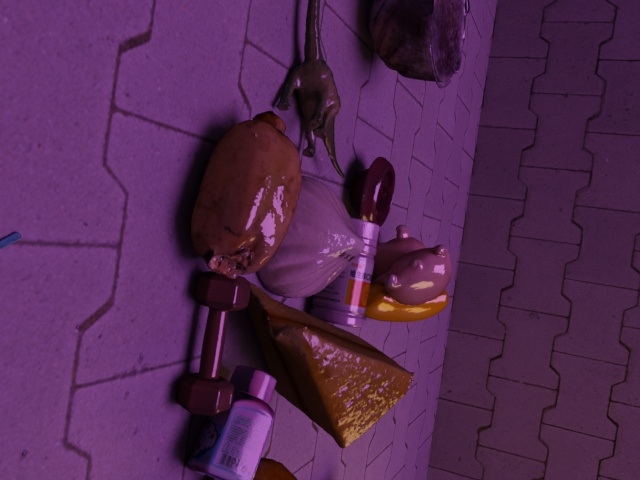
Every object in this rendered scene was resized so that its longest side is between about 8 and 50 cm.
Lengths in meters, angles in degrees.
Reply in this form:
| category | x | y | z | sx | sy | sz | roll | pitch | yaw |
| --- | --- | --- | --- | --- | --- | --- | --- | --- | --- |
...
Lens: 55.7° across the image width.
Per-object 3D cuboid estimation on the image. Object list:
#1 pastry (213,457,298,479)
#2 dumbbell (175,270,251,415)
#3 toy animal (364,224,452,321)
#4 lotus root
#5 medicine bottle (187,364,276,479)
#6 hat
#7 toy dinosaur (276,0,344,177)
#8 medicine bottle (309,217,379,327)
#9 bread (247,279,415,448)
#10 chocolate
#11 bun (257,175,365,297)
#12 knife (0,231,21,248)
| category | x | y | z | sx | sy | sz | roll | pitch | yaw |
| --- | --- | --- | --- | --- | --- | --- | --- | --- | --- |
| pastry | -0.137 | 0.584 | 1.134 | 0.356 | 0.164 | 0.355 | -30 | 124 | -58 |
| dumbbell | -0.175 | 0.166 | 0.994 | 0.092 | 0.082 | 0.230 | 12 | 87 | -68 |
| toy animal | 0.220 | 0.087 | 1.756 | 0.345 | 0.278 | 0.246 | 78 | 0 | -60 |
| lotus root | -0.111 | -0.080 | 0.971 | 0.160 | 0.146 | 0.284 | 52 | 48 | -59 |
| medicine bottle | -0.145 | 0.320 | 1.055 | 0.094 | 0.119 | 0.188 | 30 | 62 | -19 |
| hat | 0.132 | -0.124 | 1.602 | 0.205 | 0.089 | 0.205 | 14 | 90 | -69 |
| toy dinosaur | 0.001 | -0.345 | 1.247 | 0.447 | 0.087 | 0.300 | 62 | 36 | -58 |
| medicine bottle | 0.058 | 0.076 | 1.447 | 0.133 | 0.133 | 0.249 | 27 | 73 | -66 |
| bread | 0.012 | 0.192 | 1.192 | 0.245 | 0.233 | 0.361 | -37 | 134 | -24 |
| chocolate | 0.231 | -0.542 | 1.523 | 0.303 | 0.213 | 0.303 | -35 | 131 | -55 |
| bun | 0.000 | 0.000 | 1.233 | 0.263 | 0.175 | 0.263 | -32 | 127 | -59 |
| knife | -0.349 | 0.015 | 0.631 | 0.091 | 0.005 | 0.014 | -46 | 137 | -53 |
